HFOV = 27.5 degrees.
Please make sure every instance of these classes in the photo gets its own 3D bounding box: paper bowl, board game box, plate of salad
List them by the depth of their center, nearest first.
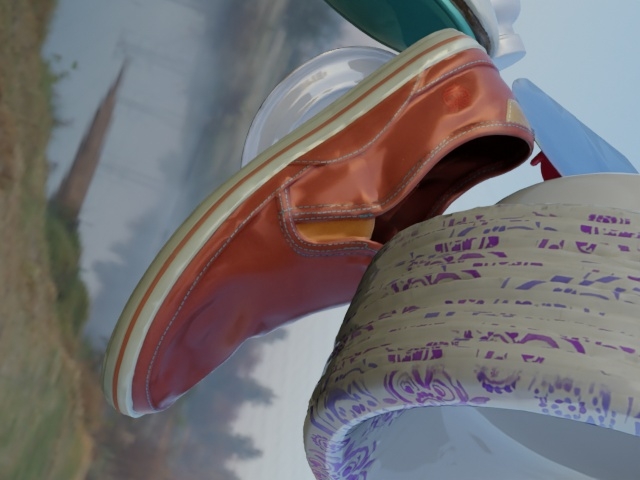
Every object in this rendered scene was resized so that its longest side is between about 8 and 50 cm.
[{"bbox_3d":[0.146,0.078,0.609,0.284,0.284,0.148,117,-3,-61],"label":"paper bowl"},{"bbox_3d":[0.186,-0.042,0.931,0.033,0.168,0.133,-44,-151,26],"label":"board game box"},{"bbox_3d":[0.016,-0.079,1.162,0.048,0.199,0.200,40,-67,51],"label":"plate of salad"}]

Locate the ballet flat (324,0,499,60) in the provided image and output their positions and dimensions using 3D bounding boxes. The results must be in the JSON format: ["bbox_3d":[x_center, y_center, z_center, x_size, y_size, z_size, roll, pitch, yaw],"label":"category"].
[{"bbox_3d":[0.007,-0.291,1.160,0.139,0.400,0.139,-51,160,-27],"label":"ballet flat"}]

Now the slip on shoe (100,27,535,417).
[{"bbox_3d":[0.000,0.000,0.824,0.331,0.101,0.123,-39,159,-10],"label":"slip on shoe"}]

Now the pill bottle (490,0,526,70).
[{"bbox_3d":[0.155,-0.272,1.412,0.103,0.103,0.184,127,-58,-77],"label":"pill bottle"}]
